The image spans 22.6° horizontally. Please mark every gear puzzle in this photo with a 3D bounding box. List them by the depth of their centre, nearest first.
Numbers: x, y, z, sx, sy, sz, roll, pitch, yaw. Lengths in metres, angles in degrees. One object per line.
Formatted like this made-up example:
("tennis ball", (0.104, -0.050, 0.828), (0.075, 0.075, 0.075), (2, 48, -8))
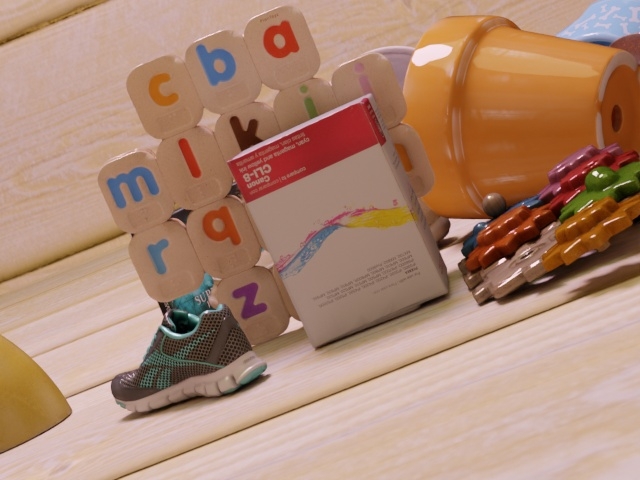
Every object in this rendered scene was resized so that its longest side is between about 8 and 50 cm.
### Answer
("gear puzzle", (0.182, -0.021, 1.256), (0.175, 0.044, 0.339), (-34, 5, 5))

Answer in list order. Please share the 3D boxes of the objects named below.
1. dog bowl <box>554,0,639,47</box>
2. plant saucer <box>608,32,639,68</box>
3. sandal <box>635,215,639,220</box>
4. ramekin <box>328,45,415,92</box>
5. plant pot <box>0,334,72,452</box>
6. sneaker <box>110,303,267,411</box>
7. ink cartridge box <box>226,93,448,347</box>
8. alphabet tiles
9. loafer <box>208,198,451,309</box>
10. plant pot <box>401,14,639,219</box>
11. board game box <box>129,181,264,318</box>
("dog bowl", (0.289, -0.169, 1.836), (0.297, 0.166, 0.074), (-17, 19, 41))
("plant saucer", (0.362, -0.152, 1.584), (0.168, 0.168, 0.029), (-10, 55, 64))
("sandal", (0.320, -0.068, 1.259), (0.090, 0.060, 0.219), (-27, 7, -37))
("ramekin", (0.093, -0.135, 2.042), (0.207, 0.207, 0.109), (-23, -4, -7))
("plant pot", (-0.314, 0.144, 1.508), (0.134, 0.095, 0.134), (-21, 6, 2))
("sneaker", (-0.118, 0.094, 1.333), (0.166, 0.076, 0.065), (-18, 7, 38))
("ink cartridge box", (0.019, -0.018, 1.364), (0.127, 0.176, 0.128), (-24, 5, 7))
("alphabet tiles", (-0.048, -0.056, 1.442), (0.284, 0.278, 0.021), (-22, 13, 3))
("loafer", (0.000, 0.000, 1.659), (0.268, 0.092, 0.102), (-21, 6, 13))
("plant pot", (0.211, -0.120, 1.565), (0.188, 0.205, 0.205), (3, 20, 35))
("board game box", (-0.128, 0.016, 1.825), (0.026, 0.126, 0.186), (-17, 8, 40))
